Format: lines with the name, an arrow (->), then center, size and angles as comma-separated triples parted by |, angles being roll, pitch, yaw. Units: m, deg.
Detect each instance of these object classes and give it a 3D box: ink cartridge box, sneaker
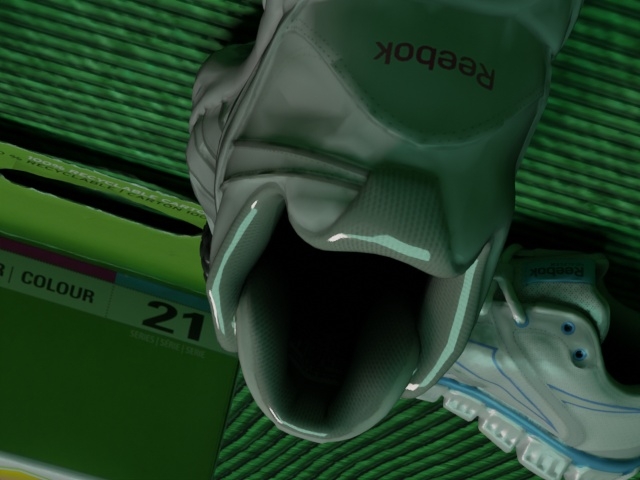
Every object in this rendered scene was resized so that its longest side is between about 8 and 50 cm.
ink cartridge box -> -0.122, 0.044, 0.765 | 0.188, 0.097, 0.255 | 18, 163, -16
sneaker -> 0.053, 0.020, 0.645 | 0.190, 0.071, 0.083 | 21, 141, -21
sneaker -> 0.000, 0.000, 0.492 | 0.090, 0.115, 0.232 | 14, 160, 0
